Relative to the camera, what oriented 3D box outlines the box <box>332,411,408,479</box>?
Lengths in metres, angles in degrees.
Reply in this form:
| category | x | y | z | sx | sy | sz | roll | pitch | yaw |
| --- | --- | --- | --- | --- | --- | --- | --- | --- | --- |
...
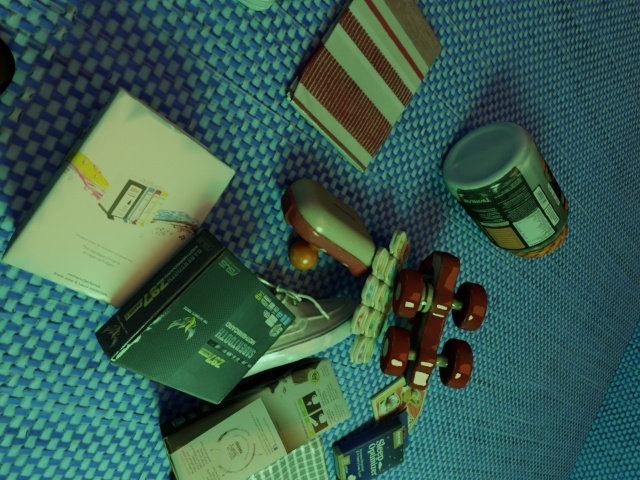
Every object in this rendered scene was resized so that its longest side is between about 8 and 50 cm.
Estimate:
| category | x | y | z | sx | sy | sz | roll | pitch | yaw |
| --- | --- | --- | --- | --- | --- | --- | --- | --- | --- |
| box | 0.143 | 0.542 | 1.030 | 0.225 | 0.036 | 0.136 | -17 | 114 | -22 |

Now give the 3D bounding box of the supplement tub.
| category | x | y | z | sx | sy | sz | roll | pitch | yaw |
| --- | --- | --- | --- | --- | --- | --- | --- | --- | --- |
| supplement tub | 0.465 | -0.107 | 0.982 | 0.338 | 0.207 | 0.207 | 38 | 81 | -34 |

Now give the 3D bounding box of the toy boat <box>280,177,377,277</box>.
| category | x | y | z | sx | sy | sz | roll | pitch | yaw |
| --- | --- | --- | --- | --- | --- | --- | --- | --- | --- |
| toy boat | 0.000 | 0.000 | 0.773 | 0.231 | 0.151 | 0.151 | 33 | 114 | -34 |

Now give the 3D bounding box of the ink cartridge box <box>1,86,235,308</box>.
| category | x | y | z | sx | sy | sz | roll | pitch | yaw |
| --- | --- | --- | --- | --- | --- | --- | --- | --- | --- |
| ink cartridge box | -0.268 | -0.054 | 0.547 | 0.168 | 0.171 | 0.232 | 35 | 82 | -34 |

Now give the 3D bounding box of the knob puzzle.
| category | x | y | z | sx | sy | sz | roll | pitch | yaw |
| --- | --- | --- | --- | --- | --- | --- | --- | --- | --- |
| knob puzzle | 0.224 | 0.459 | 1.083 | 0.213 | 0.030 | 0.213 | -9 | 107 | -31 |

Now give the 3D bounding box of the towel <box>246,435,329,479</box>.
| category | x | y | z | sx | sy | sz | roll | pitch | yaw |
| --- | --- | --- | --- | --- | --- | --- | --- | --- | --- |
| towel | -0.096 | 0.528 | 0.841 | 0.235 | 0.121 | 0.283 | -19 | 112 | -26 |

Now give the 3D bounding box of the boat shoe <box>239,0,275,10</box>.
| category | x | y | z | sx | sy | sz | roll | pitch | yaw |
| --- | --- | --- | --- | --- | --- | --- | --- | --- | --- |
| boat shoe | -0.146 | -0.407 | 0.599 | 0.184 | 0.063 | 0.066 | 19 | 92 | -35 |

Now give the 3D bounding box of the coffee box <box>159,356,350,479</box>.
| category | x | y | z | sx | sy | sz | roll | pitch | yaw |
| --- | --- | --- | --- | --- | --- | --- | --- | --- | --- |
| coffee box | -0.121 | 0.326 | 0.726 | 0.297 | 0.168 | 0.118 | -19 | 83 | -28 |

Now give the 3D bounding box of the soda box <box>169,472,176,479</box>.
| category | x | y | z | sx | sy | sz | roll | pitch | yaw |
| --- | --- | --- | --- | --- | --- | --- | --- | --- | --- |
| soda box | -0.254 | 0.529 | 0.776 | 0.053 | 0.060 | 0.168 | -8 | 107 | -32 |

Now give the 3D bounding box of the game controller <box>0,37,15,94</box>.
| category | x | y | z | sx | sy | sz | roll | pitch | yaw |
| --- | --- | --- | --- | --- | --- | --- | --- | --- | --- |
| game controller | -0.511 | -0.247 | 0.405 | 0.319 | 0.067 | 0.166 | 40 | 80 | -34 |

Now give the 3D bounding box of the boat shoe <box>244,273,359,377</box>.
| category | x | y | z | sx | sy | sz | roll | pitch | yaw |
| --- | --- | --- | --- | --- | --- | --- | --- | --- | --- |
| boat shoe | -0.090 | 0.136 | 0.751 | 0.367 | 0.136 | 0.156 | -14 | 100 | -22 |

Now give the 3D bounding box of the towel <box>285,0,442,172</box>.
| category | x | y | z | sx | sy | sz | roll | pitch | yaw |
| --- | --- | --- | --- | --- | --- | --- | --- | --- | --- |
| towel | 0.097 | -0.335 | 0.793 | 0.237 | 0.037 | 0.329 | 36 | 84 | -36 |

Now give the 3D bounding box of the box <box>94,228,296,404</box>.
| category | x | y | z | sx | sy | sz | roll | pitch | yaw |
| --- | --- | --- | --- | --- | --- | --- | --- | --- | --- |
| box | -0.153 | 0.119 | 0.564 | 0.183 | 0.059 | 0.232 | -46 | 142 | -11 |

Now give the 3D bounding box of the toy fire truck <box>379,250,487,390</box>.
| category | x | y | z | sx | sy | sz | roll | pitch | yaw |
| --- | --- | --- | --- | --- | --- | --- | --- | --- | --- |
| toy fire truck | 0.228 | 0.167 | 0.897 | 0.170 | 0.254 | 0.302 | 11 | 97 | -1 |

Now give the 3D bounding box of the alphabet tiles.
| category | x | y | z | sx | sy | sz | roll | pitch | yaw |
| --- | --- | --- | --- | --- | --- | --- | --- | --- | --- |
| alphabet tiles | 0.132 | 0.122 | 0.848 | 0.284 | 0.021 | 0.278 | -68 | 156 | -8 |
